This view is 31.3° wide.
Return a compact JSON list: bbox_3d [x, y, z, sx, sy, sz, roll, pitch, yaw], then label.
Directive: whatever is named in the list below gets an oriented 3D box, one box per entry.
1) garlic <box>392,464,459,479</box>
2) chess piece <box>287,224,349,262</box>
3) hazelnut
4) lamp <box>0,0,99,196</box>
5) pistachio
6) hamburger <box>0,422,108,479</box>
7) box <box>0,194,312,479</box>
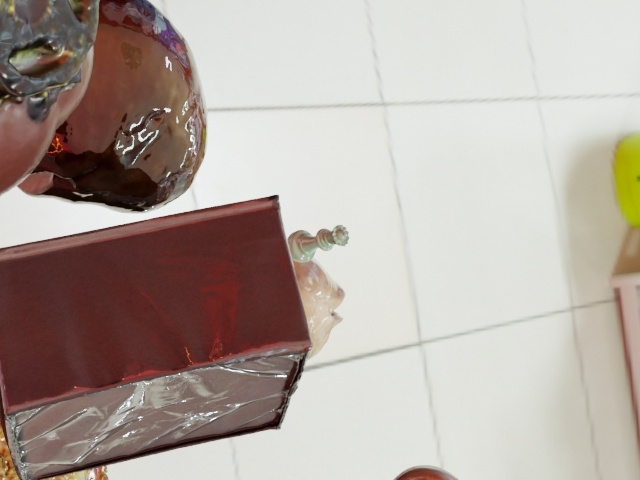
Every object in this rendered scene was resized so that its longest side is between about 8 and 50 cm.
[{"bbox_3d":[0.144,0.447,1.708,0.191,0.160,0.214,34,80,5],"label":"garlic"},{"bbox_3d":[0.000,0.000,1.425,0.042,0.093,0.042,12,71,-38],"label":"chess piece"},{"bbox_3d":[-0.215,-0.126,1.087,0.251,0.217,0.217,34,63,-40],"label":"hazelnut"},{"bbox_3d":[-0.259,-0.153,0.714,0.305,0.240,0.305,-19,113,-54],"label":"lamp"},{"bbox_3d":[-0.072,0.113,2.046,0.214,0.318,0.193,1,102,-17],"label":"pistachio"},{"bbox_3d":[-0.367,0.226,1.168,0.294,0.179,0.276,-3,107,-7],"label":"hamburger"},{"bbox_3d":[-0.148,0.088,0.963,0.252,0.188,0.153,-9,61,-15],"label":"box"}]
